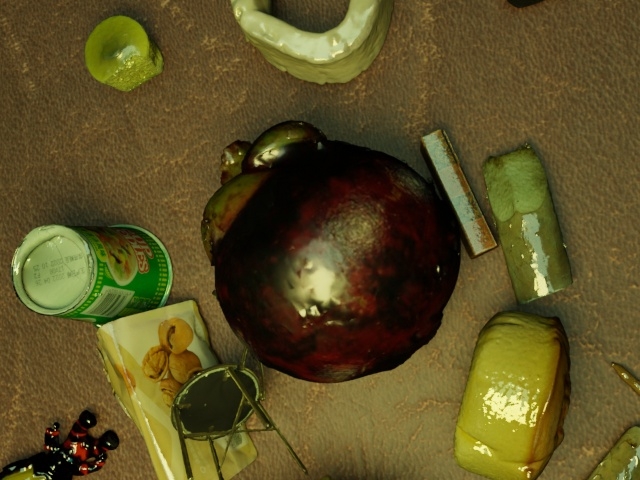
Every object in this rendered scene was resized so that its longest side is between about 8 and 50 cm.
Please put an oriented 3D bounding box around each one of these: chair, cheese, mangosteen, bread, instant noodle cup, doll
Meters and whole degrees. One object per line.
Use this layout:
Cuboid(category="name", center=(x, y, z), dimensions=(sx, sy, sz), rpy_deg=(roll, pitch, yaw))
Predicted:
Cuboid(category="chair", center=(-0.148, 0.244, 0.995), dimensions=(0.170, 0.160, 0.326), rpy_deg=(-34, 37, -6))
Cuboid(category="cheese", center=(-0.018, -0.450, 1.144), dimensions=(0.292, 0.153, 0.332), rpy_deg=(1, 82, 10))
Cuboid(category="mangosteen", center=(0.011, 0.018, 0.997), dimensions=(0.381, 0.381, 0.421), rpy_deg=(-46, 45, 2))
Cuboid(category="bread", center=(0.293, 0.230, 0.960), dimensions=(0.148, 0.270, 0.270), rpy_deg=(13, 86, 19))
Cuboid(category="instant noodle cup", center=(-0.395, 0.061, 1.109), dimensions=(0.207, 0.232, 0.207), rpy_deg=(-1, 85, 10))
Cuboid(category="bread", center=(-0.369, -0.350, 1.210), dimensions=(0.129, 0.114, 0.111), rpy_deg=(-24, 80, 7))
Cuboid(category="doll", center=(-0.486, 0.417, 1.160), dimensions=(0.248, 0.088, 0.127), rpy_deg=(-37, 79, 0))

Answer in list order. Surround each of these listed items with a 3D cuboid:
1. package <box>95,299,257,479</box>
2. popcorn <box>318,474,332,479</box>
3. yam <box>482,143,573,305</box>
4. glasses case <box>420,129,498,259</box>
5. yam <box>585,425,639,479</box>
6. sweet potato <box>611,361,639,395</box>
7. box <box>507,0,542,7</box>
Cuboid(category="package", center=(-0.273, 0.284, 1.090), dimensions=(0.165, 0.221, 0.311), rpy_deg=(-28, 84, 24))
Cuboid(category="popcorn", center=(0.011, 0.500, 0.935), dimensions=(0.292, 0.334, 0.293), rpy_deg=(-30, 50, -1))
Cuboid(category="yam", center=(0.338, -0.030, 1.064), dimensions=(0.106, 0.106, 0.259), rpy_deg=(-15, 83, 8))
Cuboid(category="glasses case", center=(0.235, -0.079, 1.097), dimensions=(0.049, 0.075, 0.218), rpy_deg=(-23, 80, 4))
Cuboid(category="yam", center=(0.424, 0.430, 1.012), dimensions=(0.071, 0.067, 0.317), rpy_deg=(37, 89, 24))
Cuboid(category="sweet potato", center=(0.517, 0.238, 1.039), dimensions=(0.115, 0.026, 0.026), rpy_deg=(39, 91, 11))
Cuboid(category="box", center=(0.419, -0.578, 1.123), dimensions=(0.290, 0.073, 0.289), rpy_deg=(-21, 80, 7))
